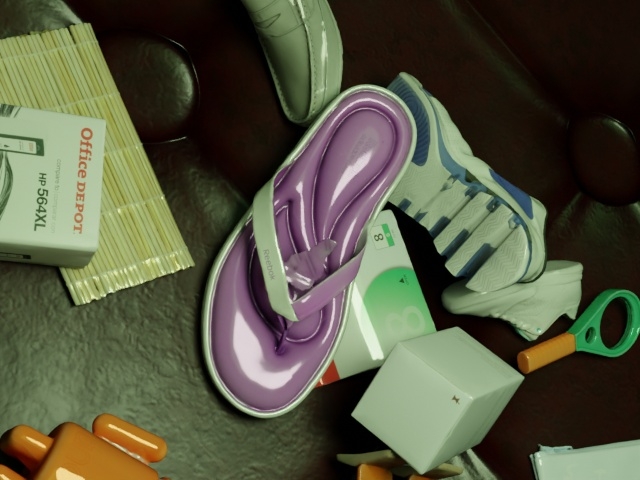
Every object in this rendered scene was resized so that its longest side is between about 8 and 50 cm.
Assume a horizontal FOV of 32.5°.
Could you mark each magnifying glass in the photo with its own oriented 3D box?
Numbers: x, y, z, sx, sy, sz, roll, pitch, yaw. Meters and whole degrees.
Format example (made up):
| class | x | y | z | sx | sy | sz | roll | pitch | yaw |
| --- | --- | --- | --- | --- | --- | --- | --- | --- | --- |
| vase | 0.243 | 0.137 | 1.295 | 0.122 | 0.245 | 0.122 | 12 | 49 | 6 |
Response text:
| class | x | y | z | sx | sy | sz | roll | pitch | yaw |
| --- | --- | --- | --- | --- | --- | --- | --- | --- | --- |
| magnifying glass | 0.346 | 0.127 | 1.448 | 0.231 | 0.026 | 0.092 | -16 | 107 | -33 |

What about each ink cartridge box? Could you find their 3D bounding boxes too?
| class | x | y | z | sx | sy | sz | roll | pitch | yaw |
| --- | --- | --- | --- | --- | --- | --- | --- | --- | --- |
| ink cartridge box | -0.327 | -0.059 | 1.120 | 0.203 | 0.086 | 0.148 | 6 | 73 | -20 |
| ink cartridge box | 0.016 | 0.073 | 1.296 | 0.224 | 0.056 | 0.181 | -14 | 80 | -33 |

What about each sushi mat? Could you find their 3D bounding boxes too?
| class | x | y | z | sx | sy | sz | roll | pitch | yaw |
| --- | --- | --- | --- | --- | --- | --- | --- | --- | --- |
| sushi mat | -0.264 | -0.092 | 1.220 | 0.151 | 0.019 | 0.317 | -21 | 84 | -31 |

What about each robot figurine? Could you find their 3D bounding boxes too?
| class | x | y | z | sx | sy | sz | roll | pitch | yaw |
| --- | --- | --- | --- | --- | --- | --- | --- | --- | --- |
| robot figurine | -0.221 | 0.261 | 1.059 | 0.219 | 0.128 | 0.158 | 34 | 26 | -14 |

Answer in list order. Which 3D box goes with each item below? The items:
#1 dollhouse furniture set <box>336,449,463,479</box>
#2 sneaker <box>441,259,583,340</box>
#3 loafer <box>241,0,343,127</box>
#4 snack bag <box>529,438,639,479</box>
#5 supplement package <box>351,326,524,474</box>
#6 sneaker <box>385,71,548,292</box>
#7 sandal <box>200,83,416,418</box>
| class | x | y | z | sx | sy | sz | roll | pitch | yaw |
| --- | --- | --- | --- | --- | --- | --- | --- | --- | --- |
| dollhouse furniture set | 0.055 | 0.346 | 1.144 | 0.259 | 0.135 | 0.262 | 21 | 63 | -34 |
| sneaker | 0.253 | 0.086 | 1.413 | 0.212 | 0.080 | 0.094 | -8 | 101 | -25 |
| loafer | -0.053 | -0.291 | 1.322 | 0.111 | 0.112 | 0.320 | -16 | 96 | -41 |
| snack bag | 0.433 | 0.416 | 1.413 | 0.323 | 0.037 | 0.343 | -1 | 74 | -28 |
| supplement package | 0.135 | 0.174 | 1.231 | 0.105 | 0.105 | 0.179 | 38 | 17 | 22 |
| sneaker | 0.178 | -0.051 | 1.381 | 0.182 | 0.127 | 0.315 | 17 | 34 | -56 |
| sandal | -0.014 | -0.006 | 1.239 | 0.169 | 0.102 | 0.416 | 24 | 75 | -4 |
